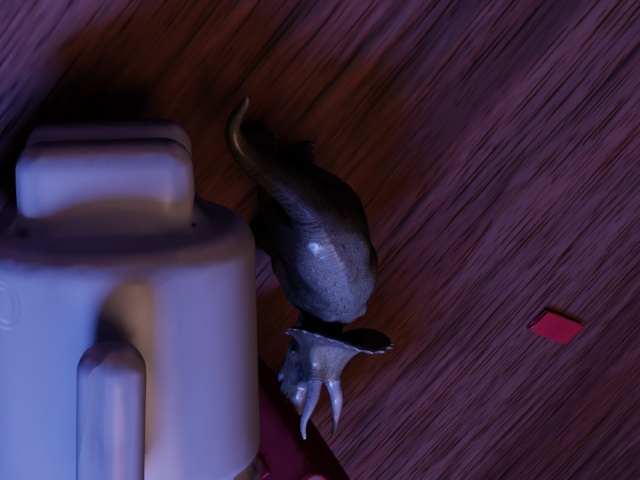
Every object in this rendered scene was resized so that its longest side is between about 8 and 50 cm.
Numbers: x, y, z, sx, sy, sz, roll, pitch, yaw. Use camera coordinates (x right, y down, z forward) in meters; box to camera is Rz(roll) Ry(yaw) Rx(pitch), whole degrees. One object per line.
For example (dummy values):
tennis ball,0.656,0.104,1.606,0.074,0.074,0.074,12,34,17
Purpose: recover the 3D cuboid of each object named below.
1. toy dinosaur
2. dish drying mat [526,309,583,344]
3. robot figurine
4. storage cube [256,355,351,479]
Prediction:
toy dinosaur,0.000,0.000,1.158,0.121,0.160,0.314,-23,143,-18
dish drying mat,0.256,0.094,1.604,0.032,0.008,0.083,-47,144,17
robot figurine,-0.144,0.095,1.046,0.199,0.300,0.354,-1,104,-2
storage cube,-0.086,0.220,1.311,0.183,0.193,0.215,-36,145,0
